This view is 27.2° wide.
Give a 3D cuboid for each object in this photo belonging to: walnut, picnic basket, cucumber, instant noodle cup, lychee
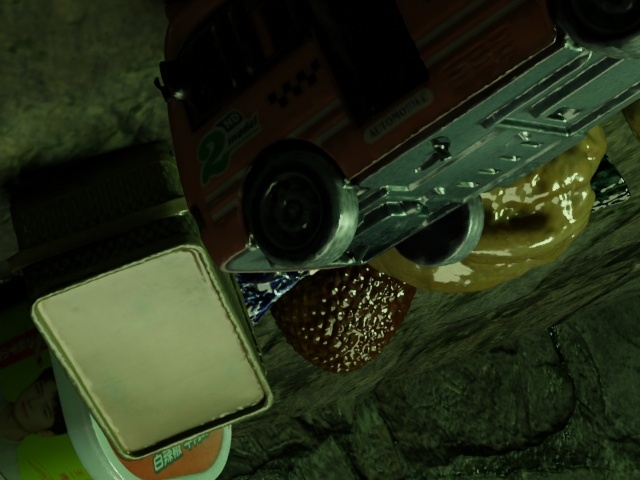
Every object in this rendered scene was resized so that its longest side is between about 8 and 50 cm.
[{"bbox_3d":[0.131,-0.064,1.233,0.257,0.257,0.225,-13,131,-31],"label":"walnut"},{"bbox_3d":[-0.159,0.058,1.191,0.165,0.139,0.267,-21,135,0],"label":"picnic basket"},{"bbox_3d":[0.278,-0.076,1.662,0.193,0.115,0.086,-21,123,16],"label":"cucumber"},{"bbox_3d":[-0.303,0.187,1.457,0.307,0.294,0.294,-21,167,24],"label":"instant noodle cup"},{"bbox_3d":[0.025,0.056,1.587,0.194,0.194,0.194,-20,166,-5],"label":"lychee"}]

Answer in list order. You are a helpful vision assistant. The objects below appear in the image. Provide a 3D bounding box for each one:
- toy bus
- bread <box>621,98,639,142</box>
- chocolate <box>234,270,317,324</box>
[{"bbox_3d":[0.094,-0.147,0.841,0.427,0.233,0.203,-33,162,30],"label":"toy bus"},{"bbox_3d":[0.464,-0.155,1.497,0.244,0.134,0.244,-13,162,-4],"label":"bread"},{"bbox_3d":[0.003,-0.004,1.428,0.343,0.126,0.148,-22,161,-2],"label":"chocolate"}]
